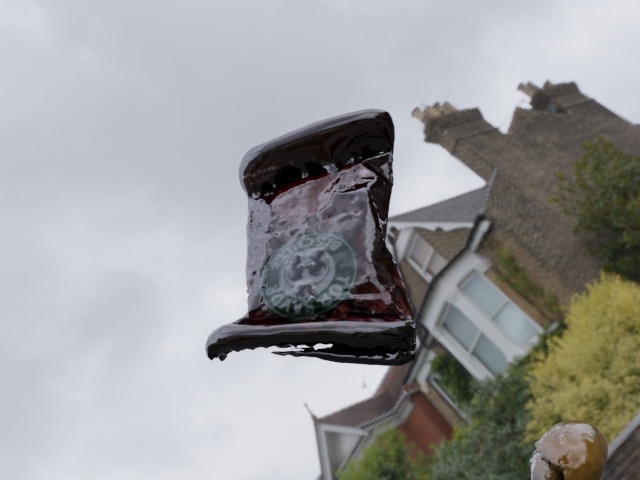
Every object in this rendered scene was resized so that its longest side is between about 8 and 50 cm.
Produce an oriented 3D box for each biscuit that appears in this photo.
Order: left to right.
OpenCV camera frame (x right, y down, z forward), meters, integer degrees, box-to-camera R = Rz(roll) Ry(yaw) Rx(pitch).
[{"bbox_3d":[-0.006,0.000,0.528,0.151,0.235,0.063,-13,-42,17],"label":"biscuit"}]

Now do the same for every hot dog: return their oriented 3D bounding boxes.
[{"bbox_3d":[0.198,0.188,0.540,0.140,0.060,0.089,8,-79,-62],"label":"hot dog"}]
